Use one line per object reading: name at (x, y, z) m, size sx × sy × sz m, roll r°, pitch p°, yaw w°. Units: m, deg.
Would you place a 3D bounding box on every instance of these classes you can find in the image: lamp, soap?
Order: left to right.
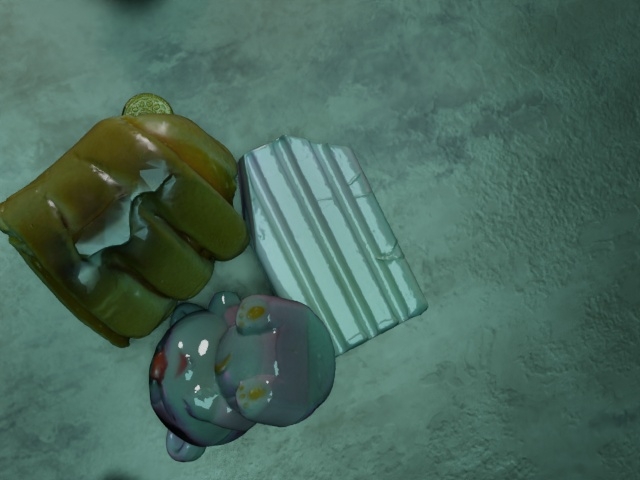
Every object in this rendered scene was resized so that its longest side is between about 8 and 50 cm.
lamp at (-0.112, 0.195, 1.383) m, size 0.247 × 0.301 × 0.247 m, roll 13°, pitch 67°, yaw -45°
soap at (0.000, 0.000, 1.466) m, size 0.208 × 0.115 × 0.347 m, roll -27°, pitch 93°, yaw -8°

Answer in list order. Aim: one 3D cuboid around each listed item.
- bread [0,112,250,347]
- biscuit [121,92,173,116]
bread at (-0.271, -0.032, 1.380) m, size 0.341 × 0.210 × 0.301 m, roll -37°, pitch 98°, yaw -3°
biscuit at (-0.275, -0.193, 1.474) m, size 0.083 × 0.023 × 0.084 m, roll 0°, pitch 90°, yaw -8°
